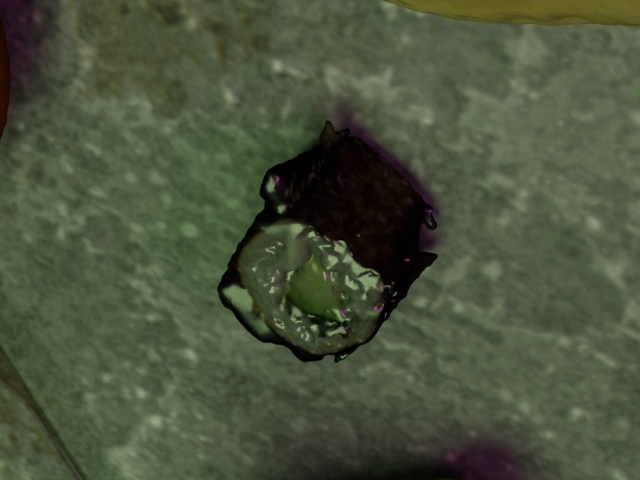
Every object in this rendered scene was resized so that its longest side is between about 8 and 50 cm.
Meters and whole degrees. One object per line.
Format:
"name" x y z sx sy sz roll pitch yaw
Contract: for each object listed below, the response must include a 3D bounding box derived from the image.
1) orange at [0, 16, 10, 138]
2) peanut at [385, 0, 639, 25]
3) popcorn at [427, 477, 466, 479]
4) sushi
"orange" -0.253 -0.075 0.905 0.206 0.206 0.206 12 128 16
"peanut" 0.116 -0.156 0.727 0.318 0.147 0.148 10 128 26
"popcorn" 0.014 0.316 1.019 0.293 0.292 0.334 2 130 17
"sushi" 0.001 0.001 0.921 0.098 0.084 0.094 46 133 -7
